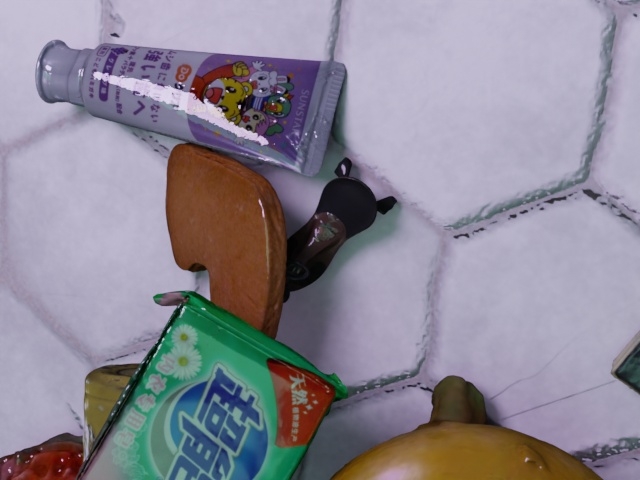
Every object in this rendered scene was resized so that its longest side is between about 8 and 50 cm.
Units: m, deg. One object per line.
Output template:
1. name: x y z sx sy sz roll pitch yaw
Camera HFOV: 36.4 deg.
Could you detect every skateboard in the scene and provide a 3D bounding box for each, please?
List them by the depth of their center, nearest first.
1. skateboard: 0.000 0.000 0.927 0.067 0.080 0.151 39 116 0

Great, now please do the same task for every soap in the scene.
1. soap: -0.109 0.202 0.839 0.217 0.098 0.273 31 87 -3

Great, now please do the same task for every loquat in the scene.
1. loquat: 0.125 0.290 0.850 0.328 0.328 0.360 -8 59 22

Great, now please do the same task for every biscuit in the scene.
1. biscuit: -0.100 0.011 0.944 0.192 0.036 0.186 31 121 46

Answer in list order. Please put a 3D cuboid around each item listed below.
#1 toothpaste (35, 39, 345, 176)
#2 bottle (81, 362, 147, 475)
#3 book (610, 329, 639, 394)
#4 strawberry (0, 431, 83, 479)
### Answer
1. toothpaste: -0.130 -0.141 0.944 0.299 0.073 0.114 11 79 15
2. bottle: -0.159 0.303 0.970 0.171 0.171 0.351 4 89 19
3. book: 0.477 0.126 0.815 0.374 0.028 0.263 37 111 8
4. strawberry: -0.276 0.391 1.095 0.265 0.149 0.336 -32 92 23
